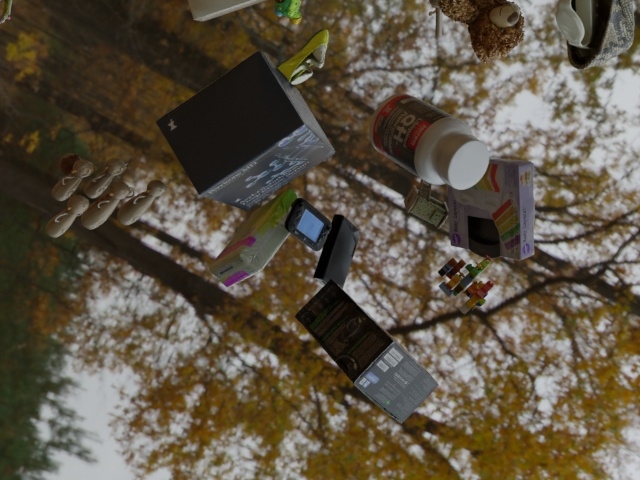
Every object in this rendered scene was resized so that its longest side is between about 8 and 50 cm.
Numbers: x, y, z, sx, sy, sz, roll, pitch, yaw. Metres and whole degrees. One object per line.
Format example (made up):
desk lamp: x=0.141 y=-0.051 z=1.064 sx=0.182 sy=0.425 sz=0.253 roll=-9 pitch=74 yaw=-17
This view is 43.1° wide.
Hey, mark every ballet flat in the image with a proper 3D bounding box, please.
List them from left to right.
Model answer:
ballet flat: x=-0.038 y=-0.484 z=2.202 sx=0.231 sy=0.077 sz=0.077 roll=-44 pitch=162 yaw=-23
ballet flat: x=0.546 y=-0.544 z=1.628 sx=0.182 sy=0.483 sz=0.164 roll=-37 pitch=-132 yaw=-16

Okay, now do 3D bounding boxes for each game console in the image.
game console: x=0.000 y=0.000 z=2.410 sx=0.043 sy=0.361 sz=0.213 roll=8 pitch=-108 yaw=34

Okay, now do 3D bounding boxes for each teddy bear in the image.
teddy bear: x=0.333 y=-0.557 z=1.754 sx=0.113 sy=0.245 sz=0.338 roll=-30 pitch=-107 yaw=42

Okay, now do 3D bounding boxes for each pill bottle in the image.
pill bottle: x=0.278 y=-0.248 z=2.068 sx=0.318 sy=0.176 sz=0.176 roll=40 pitch=-77 yaw=49

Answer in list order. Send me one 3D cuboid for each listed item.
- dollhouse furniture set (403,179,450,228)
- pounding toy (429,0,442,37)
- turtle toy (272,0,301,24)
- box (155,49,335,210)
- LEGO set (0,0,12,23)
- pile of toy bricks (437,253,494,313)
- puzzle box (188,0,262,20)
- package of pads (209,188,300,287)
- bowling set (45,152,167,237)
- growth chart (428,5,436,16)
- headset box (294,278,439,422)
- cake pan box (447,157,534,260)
dollhouse furniture set: x=0.356 y=-0.120 z=2.291 sx=0.161 sy=0.181 sz=0.101 roll=-60 pitch=-170 yaw=19
pounding toy: x=0.324 y=-0.655 z=2.021 sx=0.237 sy=0.110 sz=0.183 roll=-51 pitch=166 yaw=-10
turtle toy: x=-0.069 y=-0.509 z=1.655 sx=0.095 sy=0.066 sz=0.130 roll=101 pitch=-10 yaw=-59
box: x=-0.166 y=-0.252 z=1.984 sx=0.293 sy=0.212 sz=0.395 roll=-32 pitch=171 yaw=8
LEGO set: x=-0.875 y=-0.644 z=2.100 sx=0.107 sy=0.132 sz=0.287 roll=-15 pitch=-92 yaw=39
pile of toy bricks: x=0.322 y=0.074 z=1.718 sx=0.105 sy=0.118 sz=0.212 roll=-46 pitch=170 yaw=15
puzzle box: x=-0.065 y=-0.562 z=1.369 sx=0.408 sy=0.272 sz=0.052 roll=-14 pitch=-173 yaw=15
package of pads: x=-0.191 y=-0.002 z=2.467 sx=0.229 sy=0.101 sz=0.296 roll=-27 pitch=-158 yaw=54
bowling set: x=-0.507 y=-0.134 z=1.802 sx=0.154 sy=0.200 sz=0.287 roll=-37 pitch=172 yaw=30
growth chart: x=0.418 y=-0.797 z=2.481 sx=0.171 sy=0.021 sz=0.237 roll=-11 pitch=-127 yaw=33
headset box: x=0.101 y=0.249 z=1.887 sx=0.131 sy=0.246 sz=0.283 roll=-45 pitch=-135 yaw=-1
cake pan box: x=0.451 y=-0.088 z=2.164 sx=0.245 sy=0.070 sz=0.267 roll=16 pitch=-63 yaw=49
